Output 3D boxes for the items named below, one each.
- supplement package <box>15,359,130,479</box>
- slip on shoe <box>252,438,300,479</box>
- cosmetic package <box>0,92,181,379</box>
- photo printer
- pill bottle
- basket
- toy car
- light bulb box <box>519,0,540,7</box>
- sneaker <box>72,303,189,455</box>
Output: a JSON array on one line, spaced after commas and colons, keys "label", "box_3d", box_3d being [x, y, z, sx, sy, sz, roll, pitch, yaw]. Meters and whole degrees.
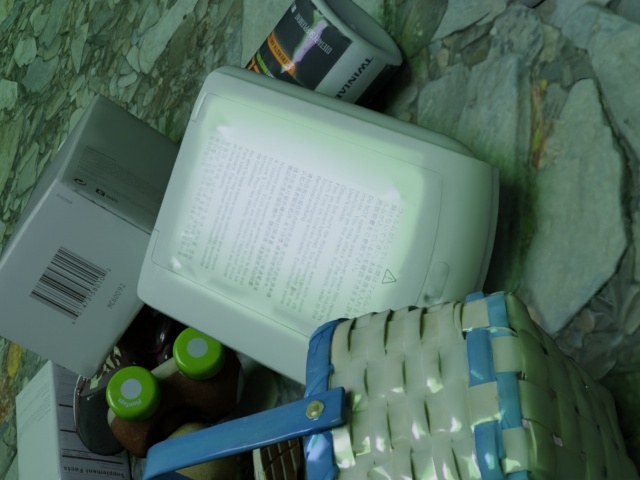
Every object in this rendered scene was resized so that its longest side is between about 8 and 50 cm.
[{"label": "supplement package", "box_3d": [-0.327, 0.264, 1.112, 0.105, 0.105, 0.179, -43, 46, 29]}, {"label": "slip on shoe", "box_3d": [-0.045, 0.242, 0.843, 0.041, 0.051, 0.135, -42, 52, 46]}, {"label": "cosmetic package", "box_3d": [-0.279, -0.026, 1.037, 0.197, 0.155, 0.366, -53, 19, 16]}, {"label": "photo printer", "box_3d": [0.000, 0.000, 0.772, 0.307, 0.107, 0.256, 22, 97, 26]}, {"label": "pill bottle", "box_3d": [-0.034, -0.144, 0.922, 0.246, 0.130, 0.130, -49, 44, 25]}, {"label": "basket", "box_3d": [0.053, 0.169, 0.595, 0.288, 0.254, 0.201, -24, 46, 33]}, {"label": "toy car", "box_3d": [-0.114, 0.210, 0.866, 0.148, 0.155, 0.188, -31, 69, -16]}, {"label": "light bulb box", "box_3d": [0.094, -0.453, 0.718, 0.225, 0.361, 0.358, -42, 46, 30]}, {"label": "sneaker", "box_3d": [-0.205, 0.148, 0.995, 0.282, 0.106, 0.162, -67, 26, 4]}]
